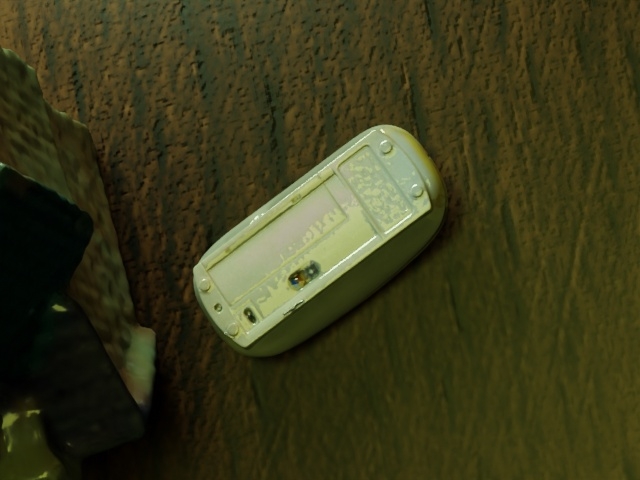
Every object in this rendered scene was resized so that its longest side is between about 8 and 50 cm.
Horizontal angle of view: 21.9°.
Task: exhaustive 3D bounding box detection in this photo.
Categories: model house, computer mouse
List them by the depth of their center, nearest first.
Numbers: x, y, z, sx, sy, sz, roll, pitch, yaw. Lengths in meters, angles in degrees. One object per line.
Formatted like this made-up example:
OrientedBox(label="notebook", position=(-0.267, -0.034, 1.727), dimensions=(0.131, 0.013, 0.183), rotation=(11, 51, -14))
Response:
OrientedBox(label="model house", position=(-0.261, 0.041, 1.126), dimensions=(0.245, 0.312, 0.280), rotation=(-19, 72, 11))
OrientedBox(label="computer mouse", position=(0.000, 0.001, 1.187), dimensions=(0.199, 0.045, 0.102), rotation=(-38, 72, 8))
